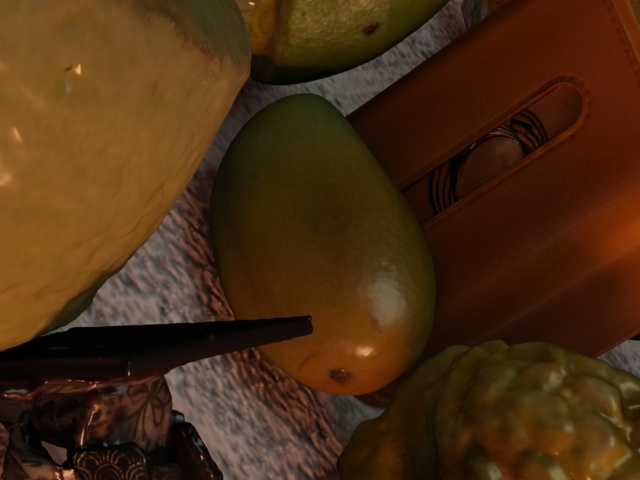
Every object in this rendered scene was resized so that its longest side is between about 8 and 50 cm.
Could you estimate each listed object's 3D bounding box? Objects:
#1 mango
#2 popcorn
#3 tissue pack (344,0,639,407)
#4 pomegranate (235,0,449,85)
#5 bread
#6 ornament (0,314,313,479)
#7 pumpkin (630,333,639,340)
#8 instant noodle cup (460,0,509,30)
[{"bbox_3d":[0.000,0.000,1.163,0.130,0.092,0.194,-2,62,-10],"label":"mango"},{"bbox_3d":[0.124,0.152,1.113,0.169,0.189,0.218,-18,118,-30],"label":"popcorn"},{"bbox_3d":[0.132,-0.030,1.230,0.145,0.274,0.194,12,50,-50],"label":"tissue pack"},{"bbox_3d":[-0.009,-0.247,1.212,0.261,0.340,0.260,7,61,-13],"label":"pomegranate"},{"bbox_3d":[-0.194,-0.103,0.862,0.320,0.237,0.320,46,14,-15],"label":"bread"},{"bbox_3d":[-0.099,0.141,0.918,0.166,0.153,0.196,-8,91,-58],"label":"ornament"},{"bbox_3d":[0.223,-0.068,1.431,0.263,0.197,0.293,26,60,-45],"label":"pumpkin"},{"bbox_3d":[0.193,-0.177,1.598,0.178,0.208,0.125,-10,43,-13],"label":"instant noodle cup"}]
